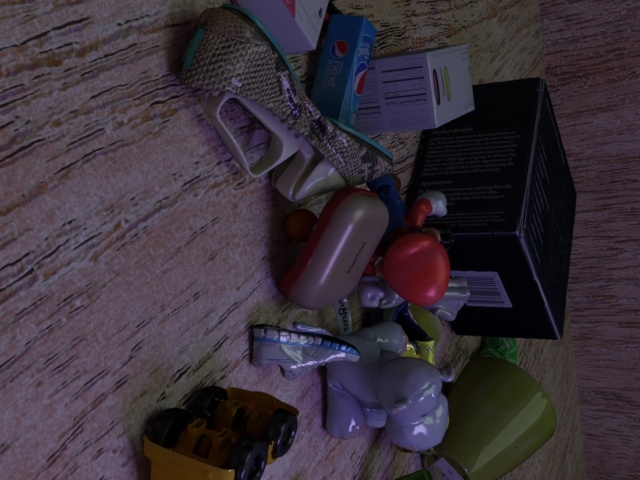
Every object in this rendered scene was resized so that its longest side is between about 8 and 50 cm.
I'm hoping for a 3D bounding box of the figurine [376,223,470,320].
[{"bbox_3d":[0.180,0.055,1.633,0.210,0.092,0.214,7,54,-29],"label":"figurine"}]

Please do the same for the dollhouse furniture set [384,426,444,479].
[{"bbox_3d":[0.152,0.462,1.692,0.197,0.151,0.301,44,22,-60],"label":"dollhouse furniture set"}]

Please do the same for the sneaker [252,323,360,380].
[{"bbox_3d":[-0.027,0.191,1.315,0.191,0.071,0.082,11,90,-18],"label":"sneaker"}]

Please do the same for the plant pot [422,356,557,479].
[{"bbox_3d":[0.389,0.482,1.966,0.293,0.275,0.274,-37,122,-38],"label":"plant pot"}]

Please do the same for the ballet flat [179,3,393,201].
[{"bbox_3d":[-0.057,-0.171,1.280,0.483,0.164,0.182,37,79,-49],"label":"ballet flat"}]

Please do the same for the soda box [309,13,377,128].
[{"bbox_3d":[0.038,-0.302,1.469,0.067,0.071,0.210,20,83,-63],"label":"soda box"}]

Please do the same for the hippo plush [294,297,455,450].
[{"bbox_3d":[0.141,0.244,1.450,0.234,0.237,0.294,-32,119,-37],"label":"hippo plush"}]

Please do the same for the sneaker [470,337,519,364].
[{"bbox_3d":[0.496,0.353,2.289,0.123,0.110,0.295,67,35,-41],"label":"sneaker"}]

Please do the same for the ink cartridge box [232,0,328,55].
[{"bbox_3d":[-0.055,-0.442,1.329,0.158,0.092,0.217,49,45,-50],"label":"ink cartridge box"}]

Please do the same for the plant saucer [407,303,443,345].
[{"bbox_3d":[0.220,0.117,1.774,0.188,0.045,0.188,-101,165,-46],"label":"plant saucer"}]

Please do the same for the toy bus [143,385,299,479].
[{"bbox_3d":[-0.135,0.330,1.105,0.220,0.150,0.211,-24,123,-62],"label":"toy bus"}]

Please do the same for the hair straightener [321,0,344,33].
[{"bbox_3d":[0.034,-0.430,1.535,0.230,0.047,0.089,25,67,-57],"label":"hair straightener"}]

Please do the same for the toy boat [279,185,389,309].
[{"bbox_3d":[0.000,0.000,1.360,0.151,0.151,0.231,7,115,-58],"label":"toy boat"}]

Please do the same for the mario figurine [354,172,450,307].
[{"bbox_3d":[0.147,0.011,1.472,0.170,0.320,0.198,8,124,-26],"label":"mario figurine"}]

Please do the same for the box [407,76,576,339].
[{"bbox_3d":[0.451,-0.068,2.029,0.480,0.298,0.471,56,44,-46],"label":"box"}]

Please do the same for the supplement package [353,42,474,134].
[{"bbox_3d":[0.175,-0.309,1.628,0.262,0.204,0.145,-33,118,-58],"label":"supplement package"}]

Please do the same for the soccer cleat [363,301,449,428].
[{"bbox_3d":[0.196,0.258,1.635,0.289,0.121,0.093,62,29,4],"label":"soccer cleat"}]
